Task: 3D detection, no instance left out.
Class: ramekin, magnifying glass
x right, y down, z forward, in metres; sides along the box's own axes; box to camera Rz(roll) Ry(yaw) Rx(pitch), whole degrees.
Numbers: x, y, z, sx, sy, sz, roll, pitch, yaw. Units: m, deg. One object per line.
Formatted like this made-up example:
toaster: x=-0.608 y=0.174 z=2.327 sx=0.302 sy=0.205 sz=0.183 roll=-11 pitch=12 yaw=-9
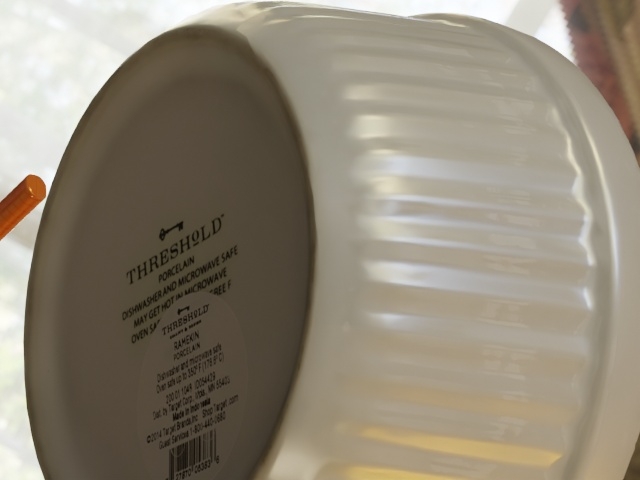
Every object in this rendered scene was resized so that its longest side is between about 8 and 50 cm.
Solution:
ramekin: x=-0.006 y=0.022 z=0.594 sx=0.207 sy=0.109 sz=0.207 roll=-17 pitch=-111 yaw=50
magnifying glass: x=-0.320 y=0.021 z=1.683 sx=0.231 sy=0.026 sz=0.092 roll=-42 pitch=-145 yaw=27
